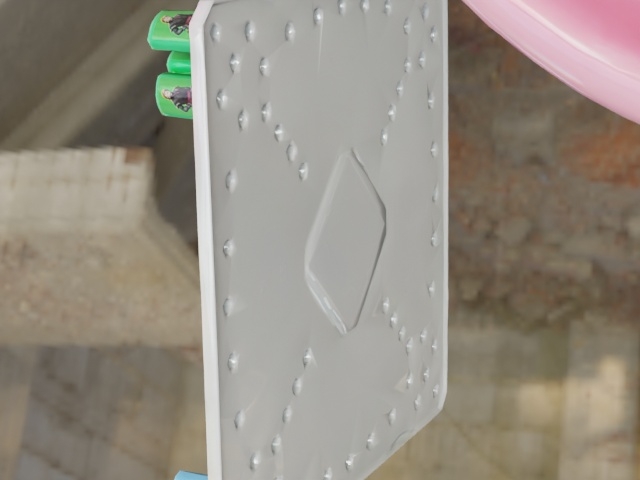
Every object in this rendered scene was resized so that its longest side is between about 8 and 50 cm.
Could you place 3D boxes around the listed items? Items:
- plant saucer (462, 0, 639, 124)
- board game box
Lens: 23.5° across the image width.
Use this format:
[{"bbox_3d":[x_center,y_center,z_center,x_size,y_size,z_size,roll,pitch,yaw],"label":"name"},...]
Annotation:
[{"bbox_3d":[0.133,-0.181,0.360,0.332,0.332,0.084,-16,-172,45],"label":"plant saucer"},{"bbox_3d":[0.000,0.000,1.136,0.050,0.390,0.390,6,-164,26],"label":"board game box"}]
